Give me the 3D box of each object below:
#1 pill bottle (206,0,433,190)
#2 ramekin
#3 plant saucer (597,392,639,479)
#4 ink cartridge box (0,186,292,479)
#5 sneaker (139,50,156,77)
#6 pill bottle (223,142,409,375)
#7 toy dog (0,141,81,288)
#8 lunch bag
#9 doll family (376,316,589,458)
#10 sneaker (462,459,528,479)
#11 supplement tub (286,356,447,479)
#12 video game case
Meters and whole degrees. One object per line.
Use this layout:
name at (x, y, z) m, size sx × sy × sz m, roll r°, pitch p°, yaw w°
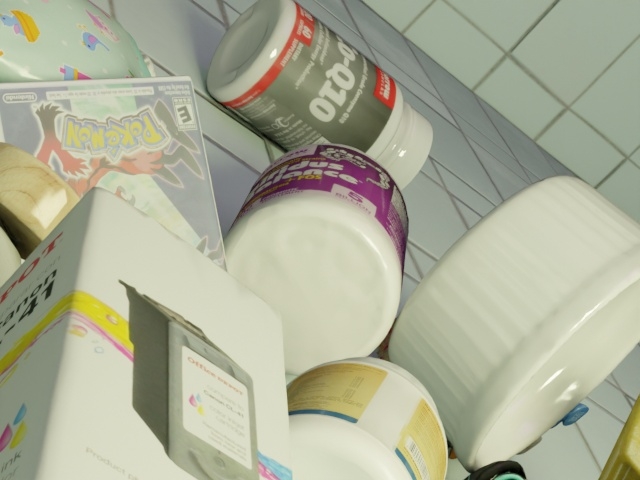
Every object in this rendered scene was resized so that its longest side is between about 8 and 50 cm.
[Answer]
pill bottle at (0.005, -0.182, 1.742) m, size 0.283 × 0.161 × 0.161 m, roll 34°, pitch 20°, yaw -29°
ramekin at (0.191, 0.070, 1.212) m, size 0.135 × 0.277 × 0.277 m, roll 46°, pitch 16°, yaw 21°
plant saucer at (0.340, 0.325, 1.193) m, size 0.081 × 0.332 × 0.333 m, roll -20°, pitch 54°, yaw -22°
ink cartridge box at (-0.127, 0.143, 0.560) m, size 0.131 × 0.226 × 0.306 m, roll 39°, pitch 16°, yaw -21°
sneaker at (-0.213, -0.141, 1.316) m, size 0.232 × 0.090 × 0.115 m, roll 48°, pitch -20°, yaw 58°
pill bottle at (0.000, 0.000, 1.285) m, size 0.169 × 0.169 × 0.301 m, roll 41°, pitch 17°, yaw -8°
toy dog at (-0.285, -0.048, 0.751) m, size 0.220 × 0.161 × 0.333 m, roll -37°, pitch 115°, yaw -36°
lunch bag at (-0.259, -0.153, 1.084) m, size 0.223 × 0.160 × 0.262 m, roll 31°, pitch 27°, yaw -36°
doll family at (0.144, 0.150, 1.406) m, size 0.263 × 0.118 × 0.163 m, roll 2°, pitch 48°, yaw -39°
sneaker at (0.162, 0.250, 1.175) m, size 0.101 × 0.106 × 0.267 m, roll 47°, pitch 16°, yaw 15°
supplement tub at (0.014, 0.169, 0.956) m, size 0.144 × 0.144 × 0.200 m, roll 44°, pitch 17°, yaw 2°
video game case at (-0.160, -0.027, 0.961) m, size 0.201 × 0.023 × 0.183 m, roll -9°, pitch 87°, yaw -43°
